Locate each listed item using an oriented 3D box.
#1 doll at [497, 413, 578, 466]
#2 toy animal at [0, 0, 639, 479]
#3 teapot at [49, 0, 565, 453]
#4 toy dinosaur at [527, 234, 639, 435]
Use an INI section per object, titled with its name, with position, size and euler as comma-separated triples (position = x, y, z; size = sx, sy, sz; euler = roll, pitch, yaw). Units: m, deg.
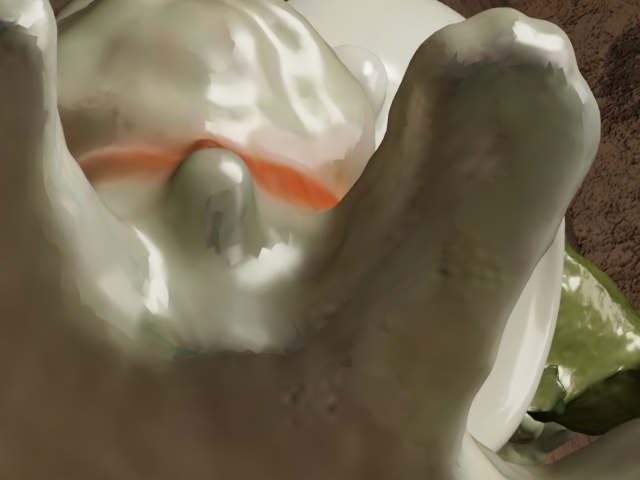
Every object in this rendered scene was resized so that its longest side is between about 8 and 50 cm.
[doll]
position = 0.095, 0.031, 1.206
size = 0.155, 0.113, 0.275
euler = -86, 156, -58
[toy animal]
position = 0.030, 0.047, 0.553
size = 0.188, 0.308, 0.266
euler = -137, -133, -70
[teapot]
position = 0.000, 0.000, 0.719
size = 0.204, 0.139, 0.298
euler = -60, 143, -32
[toy dinosaur]
position = 0.133, 0.050, 1.063
size = 0.447, 0.087, 0.301
euler = 47, 6, 11
